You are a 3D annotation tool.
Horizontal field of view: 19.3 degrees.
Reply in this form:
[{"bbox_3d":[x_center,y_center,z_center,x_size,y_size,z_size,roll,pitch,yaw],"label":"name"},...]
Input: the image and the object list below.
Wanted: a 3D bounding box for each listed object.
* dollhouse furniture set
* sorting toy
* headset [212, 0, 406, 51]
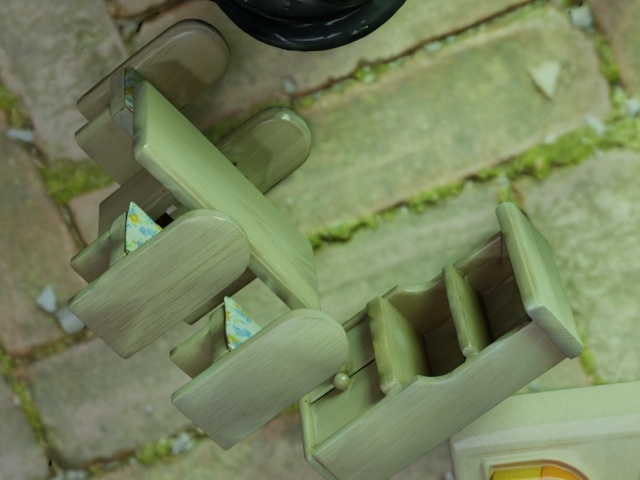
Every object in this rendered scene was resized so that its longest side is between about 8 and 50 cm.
[{"bbox_3d":[0.000,0.000,1.012,0.161,0.212,0.242,-36,118,16],"label":"dollhouse furniture set"},{"bbox_3d":[0.182,0.187,1.094,0.193,0.038,0.208,-8,99,12],"label":"sorting toy"},{"bbox_3d":[0.011,-0.165,0.960,0.394,0.243,0.185,0,74,-13],"label":"headset"}]
